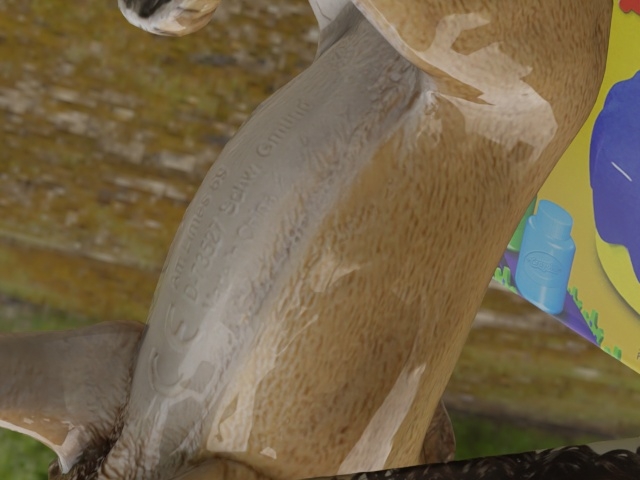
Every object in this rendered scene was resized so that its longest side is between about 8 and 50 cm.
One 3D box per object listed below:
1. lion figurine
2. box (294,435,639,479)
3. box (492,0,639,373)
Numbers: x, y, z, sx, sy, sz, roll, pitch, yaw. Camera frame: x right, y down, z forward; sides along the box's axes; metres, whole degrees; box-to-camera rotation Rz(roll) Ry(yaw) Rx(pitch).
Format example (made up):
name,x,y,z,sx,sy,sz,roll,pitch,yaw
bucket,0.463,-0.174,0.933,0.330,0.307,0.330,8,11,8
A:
name,x,y,z,sx,sy,sz,roll,pitch,yaw
lion figurine,0.000,0.000,0.456,0.240,0.392,0.142,13,-155,-41
box,0.105,0.089,0.358,0.232,0.087,0.058,-11,133,15
box,0.235,-0.065,0.552,0.177,0.279,0.290,-10,-149,-38
